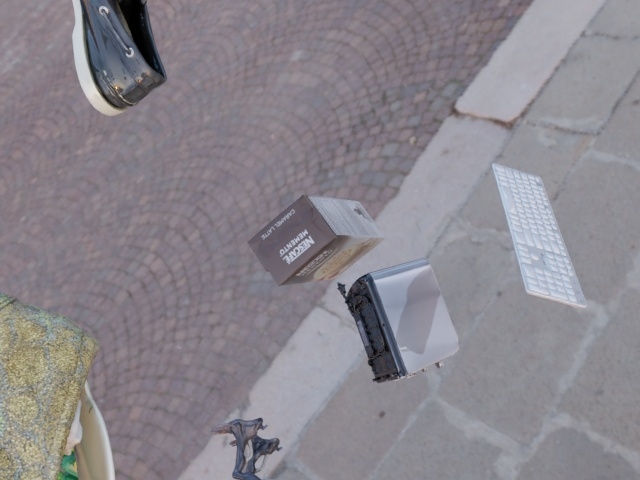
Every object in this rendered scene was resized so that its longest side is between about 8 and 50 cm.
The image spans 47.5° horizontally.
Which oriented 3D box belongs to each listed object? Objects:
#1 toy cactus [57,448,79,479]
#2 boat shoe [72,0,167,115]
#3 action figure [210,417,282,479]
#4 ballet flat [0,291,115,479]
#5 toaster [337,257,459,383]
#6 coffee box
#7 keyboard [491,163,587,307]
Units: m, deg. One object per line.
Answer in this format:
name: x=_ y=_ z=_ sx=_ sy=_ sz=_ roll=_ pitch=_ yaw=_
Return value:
toy cactus: x=-0.430 y=0.415 z=1.291 sx=0.219 sy=0.180 sz=0.112 roll=-44 pitch=-1 yaw=31
boat shoe: x=-0.275 y=-0.344 z=0.976 sx=0.113 sy=0.127 sz=0.339 roll=-15 pitch=76 yaw=20
action figure: x=-0.107 y=0.437 z=1.167 sx=0.141 sy=0.164 sz=0.275 roll=-20 pitch=55 yaw=3
ballet flat: x=-0.159 y=0.181 z=0.359 sx=0.123 sy=0.123 sz=0.348 roll=-25 pitch=50 yaw=19
toaster: x=0.116 y=0.120 z=1.115 sx=0.110 sy=0.168 sz=0.185 roll=-17 pitch=78 yaw=-13
coffee box: x=0.000 y=0.000 z=1.314 sx=0.141 sy=0.246 sz=0.098 roll=-41 pitch=74 yaw=20
keyboard: x=0.256 y=-0.015 z=0.874 sx=0.256 sy=0.072 sz=0.014 roll=-86 pitch=20 yaw=-52
